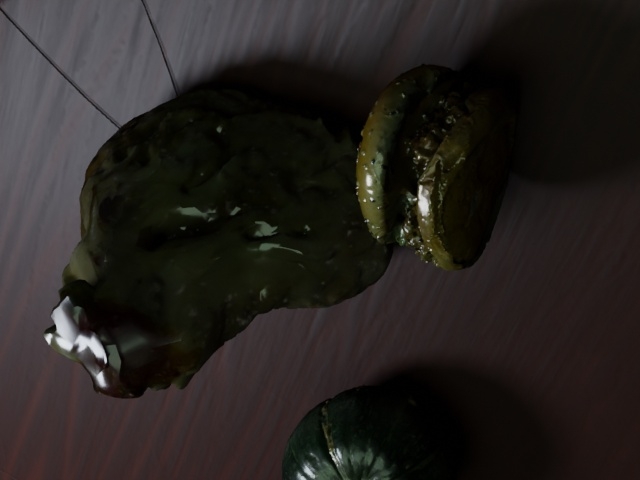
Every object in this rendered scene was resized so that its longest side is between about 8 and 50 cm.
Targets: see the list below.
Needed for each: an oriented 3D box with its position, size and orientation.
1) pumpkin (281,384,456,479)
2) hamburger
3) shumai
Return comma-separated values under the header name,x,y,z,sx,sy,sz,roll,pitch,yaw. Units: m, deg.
name,x,y,z,sx,sy,sz,roll,pitch,yaw
pumpkin,0.051,0.246,1.670,0.190,0.146,0.190,17,129,21
hamburger,0.104,-0.066,1.423,0.113,0.185,0.177,13,85,19
shumai,-0.128,-0.003,1.508,0.346,0.283,0.217,19,123,29
